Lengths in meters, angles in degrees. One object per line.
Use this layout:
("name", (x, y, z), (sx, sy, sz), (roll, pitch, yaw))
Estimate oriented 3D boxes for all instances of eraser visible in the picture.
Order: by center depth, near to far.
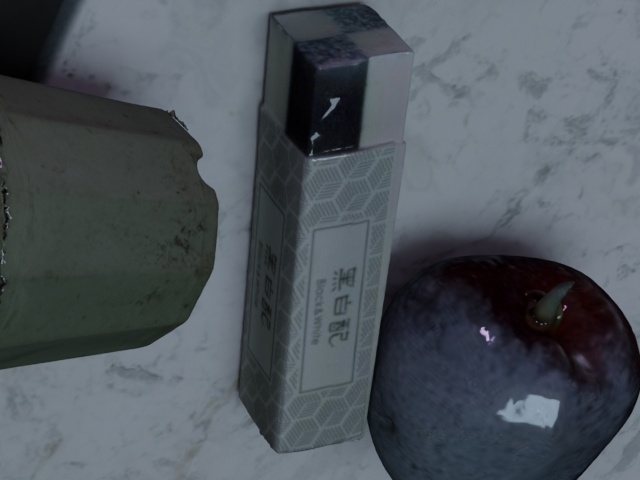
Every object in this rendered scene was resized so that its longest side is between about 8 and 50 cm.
("eraser", (0.000, 0.000, 1.555), (0.096, 0.098, 0.404), (-12, 129, -23))

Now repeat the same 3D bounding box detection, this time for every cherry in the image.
("cherry", (0.164, 0.131, 1.673), (0.255, 0.218, 0.296), (-6, 132, -35))

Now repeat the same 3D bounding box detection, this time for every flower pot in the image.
("flower pot", (-0.230, -0.009, 1.322), (0.259, 0.290, 0.290), (1, 124, -48))
